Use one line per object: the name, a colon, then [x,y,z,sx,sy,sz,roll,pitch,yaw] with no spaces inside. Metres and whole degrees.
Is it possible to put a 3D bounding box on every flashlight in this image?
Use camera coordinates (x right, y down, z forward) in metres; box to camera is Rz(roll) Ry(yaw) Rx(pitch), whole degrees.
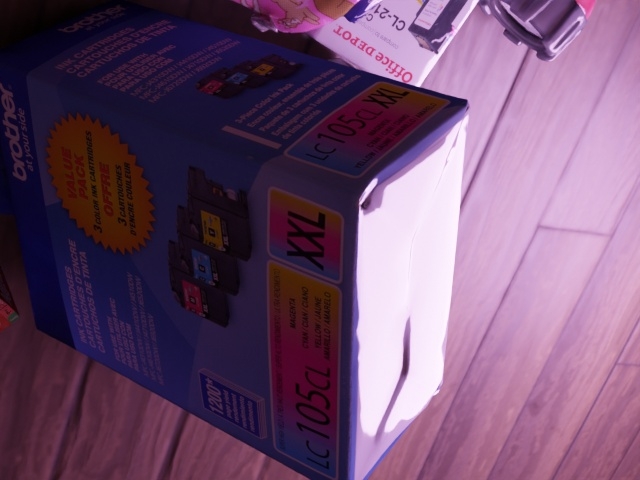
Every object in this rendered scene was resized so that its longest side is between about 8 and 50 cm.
flashlight: [0.282,-0.310,0.916,0.103,0.103,0.304,42,91,-19]

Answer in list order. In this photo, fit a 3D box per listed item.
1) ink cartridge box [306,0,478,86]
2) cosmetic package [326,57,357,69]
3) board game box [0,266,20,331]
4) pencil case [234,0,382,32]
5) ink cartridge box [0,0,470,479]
ink cartridge box: [0.072,-0.232,0.867,0.127,0.072,0.175,25,106,-37]
cosmetic package: [0.000,0.000,0.928,0.129,0.153,0.296,-15,124,-20]
board game box: [-0.350,0.096,0.704,0.281,0.145,0.027,-37,131,-5]
pencil case: [-0.126,-0.269,0.691,0.386,0.160,0.167,13,77,-33]
ink cartridge box: [-0.099,-0.016,0.767,0.151,0.395,0.270,-37,139,-42]
